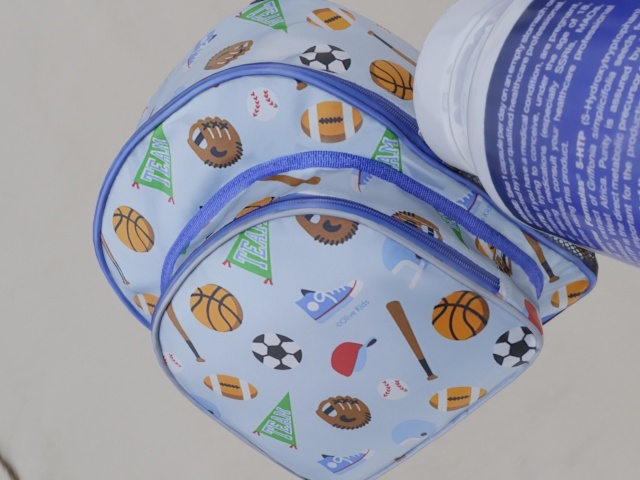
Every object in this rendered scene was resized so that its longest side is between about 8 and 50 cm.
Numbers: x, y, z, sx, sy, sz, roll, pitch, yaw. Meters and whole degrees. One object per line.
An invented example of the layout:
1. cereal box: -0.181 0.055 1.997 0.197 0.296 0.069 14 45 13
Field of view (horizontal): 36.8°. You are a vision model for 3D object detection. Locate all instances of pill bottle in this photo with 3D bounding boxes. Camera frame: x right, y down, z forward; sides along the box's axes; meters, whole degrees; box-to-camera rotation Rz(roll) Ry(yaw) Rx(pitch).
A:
1. pill bottle: 0.122 -0.047 0.366 0.186 0.112 0.112 28 117 54

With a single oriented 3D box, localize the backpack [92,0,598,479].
1. backpack: 0.000 0.000 0.580 0.263 0.213 0.276 38 118 -11
